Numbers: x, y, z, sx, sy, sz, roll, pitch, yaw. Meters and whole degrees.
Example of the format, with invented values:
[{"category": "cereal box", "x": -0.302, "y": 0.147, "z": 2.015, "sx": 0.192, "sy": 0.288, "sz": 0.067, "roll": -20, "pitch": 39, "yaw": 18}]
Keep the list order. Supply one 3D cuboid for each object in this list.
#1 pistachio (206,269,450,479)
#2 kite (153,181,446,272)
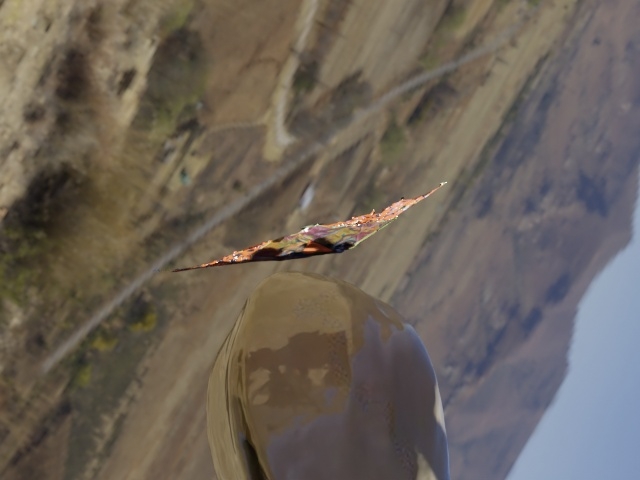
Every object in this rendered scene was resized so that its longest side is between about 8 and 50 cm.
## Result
[{"category": "pistachio", "x": 0.009, "y": 0.186, "z": 1.021, "sx": 0.208, "sy": 0.332, "sz": 0.226, "roll": -16, "pitch": 167, "yaw": 26}, {"category": "kite", "x": 0.000, "y": 0.001, "z": 0.898, "sx": 0.222, "sy": 0.008, "sz": 0.125, "roll": -17, "pitch": 169, "yaw": 14}]
